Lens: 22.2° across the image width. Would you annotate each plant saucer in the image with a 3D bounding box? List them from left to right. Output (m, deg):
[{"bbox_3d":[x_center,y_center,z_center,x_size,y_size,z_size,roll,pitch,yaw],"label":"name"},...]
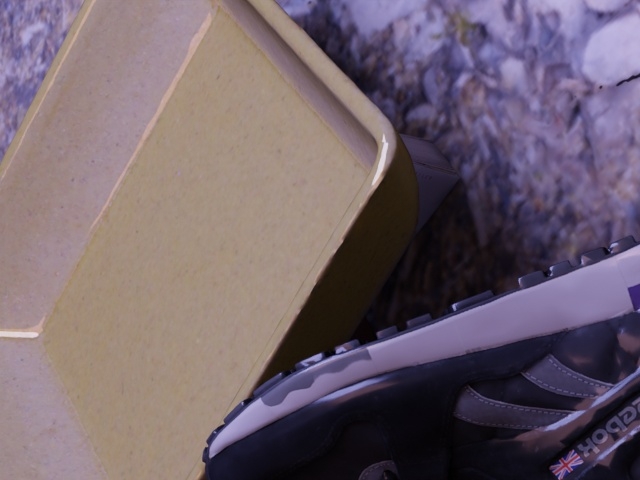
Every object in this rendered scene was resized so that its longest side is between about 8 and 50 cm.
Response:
[{"bbox_3d":[-0.083,0.017,0.879,0.333,0.081,0.333,-60,37,18],"label":"plant saucer"}]

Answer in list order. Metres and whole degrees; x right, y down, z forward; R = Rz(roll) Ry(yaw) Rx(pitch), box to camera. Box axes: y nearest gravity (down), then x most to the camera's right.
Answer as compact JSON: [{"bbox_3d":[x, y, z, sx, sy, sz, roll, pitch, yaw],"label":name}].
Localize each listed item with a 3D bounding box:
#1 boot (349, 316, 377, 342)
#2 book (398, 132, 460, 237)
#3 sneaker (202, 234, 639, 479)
[{"bbox_3d":[0.078,0.115,0.785,0.280,0.096,0.264,-31,62,52],"label":"boot"},{"bbox_3d":[0.000,0.000,0.927,0.144,0.096,0.035,-55,49,24],"label":"book"},{"bbox_3d":[0.087,0.081,0.652,0.283,0.107,0.124,-23,79,17],"label":"sneaker"}]
